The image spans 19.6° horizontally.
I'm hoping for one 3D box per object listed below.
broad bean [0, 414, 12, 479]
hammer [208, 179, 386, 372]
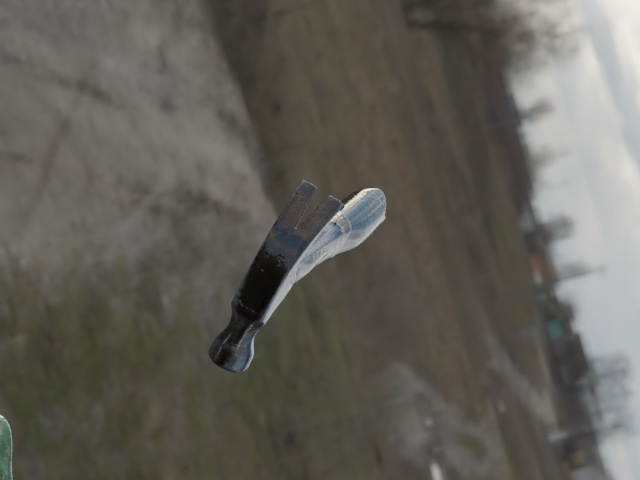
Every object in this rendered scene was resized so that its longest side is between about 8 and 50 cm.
[{"bbox_3d":[-0.288,0.267,1.565,0.043,0.060,0.297,74,6,-52],"label":"broad bean"},{"bbox_3d":[0.000,0.000,1.436,0.137,0.037,0.290,-62,171,21],"label":"hammer"}]
